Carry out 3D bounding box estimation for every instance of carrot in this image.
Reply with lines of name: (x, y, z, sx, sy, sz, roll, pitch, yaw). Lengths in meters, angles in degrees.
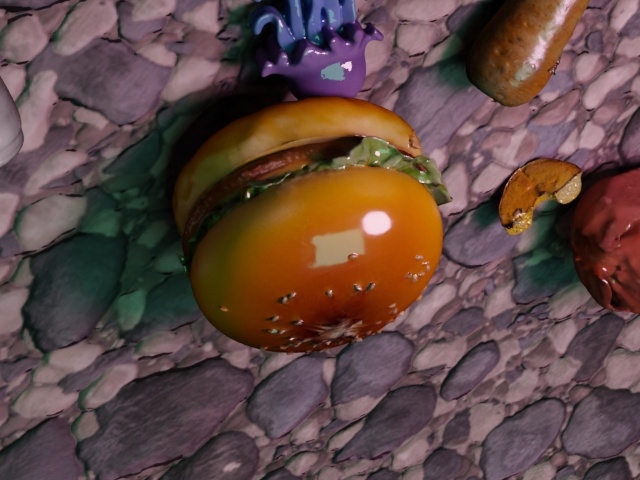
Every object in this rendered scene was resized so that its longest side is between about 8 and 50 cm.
carrot: (0.225, -0.252, 1.646, 0.078, 0.078, 0.298, 15, 112, -42)

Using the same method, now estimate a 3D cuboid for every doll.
doll: (-0.007, -0.185, 1.544, 0.110, 0.067, 0.206, -17, 124, -3)

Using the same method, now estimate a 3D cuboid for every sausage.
sausage: (0.378, -0.008, 1.900, 0.280, 0.152, 0.152, -9, 130, -27)

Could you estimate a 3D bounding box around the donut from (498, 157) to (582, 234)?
donut: (0.212, -0.038, 1.824, 0.038, 0.067, 0.083, 61, 48, -64)

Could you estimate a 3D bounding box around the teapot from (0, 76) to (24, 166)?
teapot: (-0.300, -0.107, 1.398, 0.111, 0.149, 0.108, -50, 138, -50)

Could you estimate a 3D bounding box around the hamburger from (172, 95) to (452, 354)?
hamburger: (-0.002, 0.000, 1.589, 0.246, 0.170, 0.246, -12, 152, -7)
